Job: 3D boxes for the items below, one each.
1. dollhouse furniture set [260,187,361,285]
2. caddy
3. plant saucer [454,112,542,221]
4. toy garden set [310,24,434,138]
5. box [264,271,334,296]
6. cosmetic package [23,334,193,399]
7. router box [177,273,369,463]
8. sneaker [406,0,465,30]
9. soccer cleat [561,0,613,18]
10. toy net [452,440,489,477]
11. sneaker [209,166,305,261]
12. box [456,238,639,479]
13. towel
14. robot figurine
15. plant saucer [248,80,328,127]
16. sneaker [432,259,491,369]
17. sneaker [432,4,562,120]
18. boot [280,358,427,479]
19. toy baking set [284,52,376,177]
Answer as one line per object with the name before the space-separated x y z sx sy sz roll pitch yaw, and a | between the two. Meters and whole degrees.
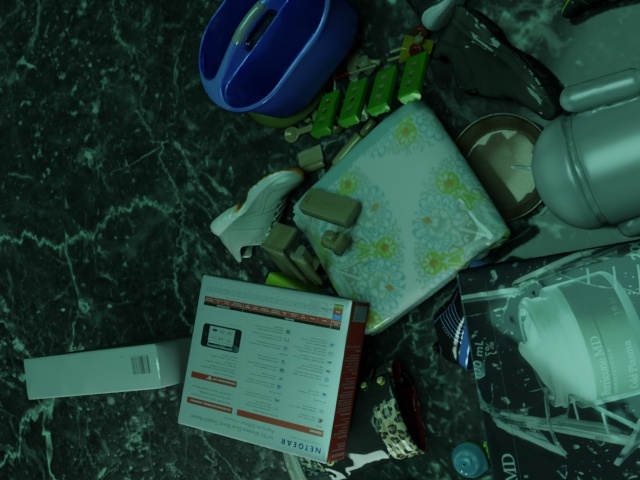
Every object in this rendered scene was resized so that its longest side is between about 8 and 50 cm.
dollhouse furniture set | 0.000 0.000 1.597 0.144 0.123 0.151 19 68 35
caddy | -0.094 -0.401 1.594 0.341 0.179 0.241 -51 62 18
plant saucer | 0.333 -0.133 1.501 0.199 0.036 0.198 1 92 29
toy garden set | 0.110 -0.298 1.565 0.244 0.049 0.203 -16 43 36
box | -0.016 0.121 1.660 0.178 0.109 0.042 30 101 26
cosmetic package | -0.403 0.268 1.783 0.377 0.284 0.097 -10 88 30
router box | -0.096 0.237 1.575 0.336 0.082 0.301 9 87 26
sneaker | 0.236 -0.535 1.506 0.153 0.101 0.268 44 113 19
soccer cleat | 0.495 -0.430 1.390 0.179 0.060 0.072 -37 75 22
toy net | 0.331 0.479 1.513 0.122 0.045 0.232 -28 79 25
sneaker | -0.112 -0.053 1.730 0.262 0.099 0.121 -38 81 33
box | 0.515 0.232 1.264 0.472 0.297 0.479 -13 85 31
towel | 0.140 -0.037 1.563 0.374 0.090 0.320 -42 69 31
robot figurine | 0.495 -0.137 1.314 0.354 0.199 0.300 -20 115 29
plant saucer | -0.088 -0.357 1.715 0.241 0.037 0.240 -3 84 34
sneaker | 0.254 0.129 1.494 0.090 0.081 0.232 25 125 32
sneaker | 0.318 -0.299 1.478 0.286 0.109 0.130 52 120 28
boot | 0.031 0.296 1.624 0.284 0.138 0.377 -24 74 24
toy baking set | 0.020 -0.251 1.677 0.256 0.030 0.196 -46 70 22
